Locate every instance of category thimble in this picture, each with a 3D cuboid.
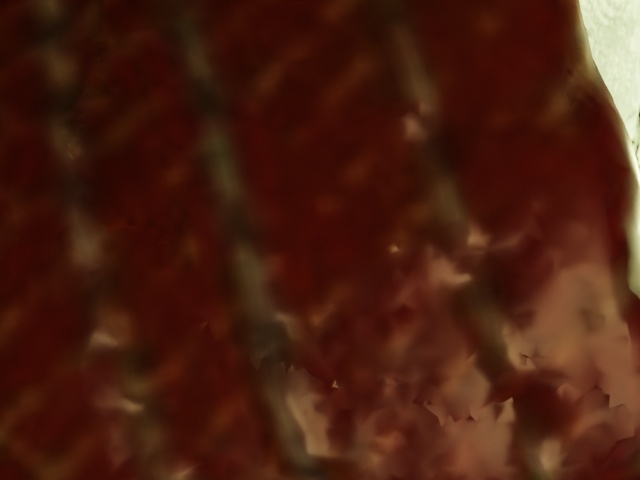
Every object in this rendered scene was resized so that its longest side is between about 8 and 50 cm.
[{"bbox_3d":[0.000,0.000,0.479,0.231,0.350,0.350,-15,131,4],"label":"thimble"}]
